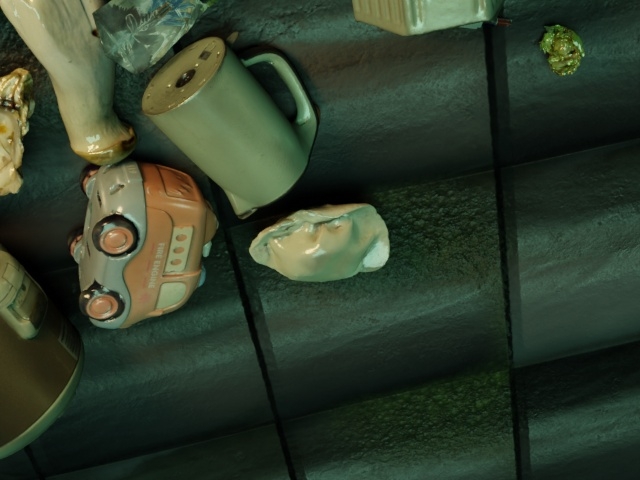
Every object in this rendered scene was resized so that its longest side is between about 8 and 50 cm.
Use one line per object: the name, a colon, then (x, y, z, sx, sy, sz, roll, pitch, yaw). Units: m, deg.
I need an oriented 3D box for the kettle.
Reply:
kettle: (-0.121, -0.196, 1.573, 0.240, 0.165, 0.255, -50, 123, -10)

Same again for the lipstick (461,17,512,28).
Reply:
lipstick: (0.263, -0.357, 1.604, 0.107, 0.025, 0.025, 2, 125, -19)

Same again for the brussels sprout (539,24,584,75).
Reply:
brussels sprout: (0.403, -0.313, 1.635, 0.058, 0.085, 0.085, -6, 131, -44)

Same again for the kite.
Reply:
kite: (-0.191, -0.363, 1.461, 0.310, 0.015, 0.169, -36, 154, -9)

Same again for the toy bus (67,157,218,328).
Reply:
toy bus: (-0.294, 0.003, 1.663, 0.232, 0.194, 0.287, 0, 124, -25)

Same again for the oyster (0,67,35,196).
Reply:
oyster: (-0.536, -0.149, 1.551, 0.166, 0.110, 0.341, 21, 121, -17)

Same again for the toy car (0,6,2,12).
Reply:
toy car: (-0.594, -0.369, 1.377, 0.306, 0.136, 0.125, 15, 141, -18)

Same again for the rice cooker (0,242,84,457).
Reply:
rice cooker: (-0.588, 0.169, 1.627, 0.335, 0.335, 0.325, -26, 124, 8)

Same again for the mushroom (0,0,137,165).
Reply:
mushroom: (-0.369, -0.259, 1.490, 0.159, 0.122, 0.328, -23, 130, -19)

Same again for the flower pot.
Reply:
flower pot: (0.153, -0.423, 1.427, 0.239, 0.209, 0.189, -12, 125, 0)

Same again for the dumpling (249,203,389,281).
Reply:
dumpling: (0.000, 0.000, 1.735, 0.250, 0.132, 0.162, -1, 128, -10)
